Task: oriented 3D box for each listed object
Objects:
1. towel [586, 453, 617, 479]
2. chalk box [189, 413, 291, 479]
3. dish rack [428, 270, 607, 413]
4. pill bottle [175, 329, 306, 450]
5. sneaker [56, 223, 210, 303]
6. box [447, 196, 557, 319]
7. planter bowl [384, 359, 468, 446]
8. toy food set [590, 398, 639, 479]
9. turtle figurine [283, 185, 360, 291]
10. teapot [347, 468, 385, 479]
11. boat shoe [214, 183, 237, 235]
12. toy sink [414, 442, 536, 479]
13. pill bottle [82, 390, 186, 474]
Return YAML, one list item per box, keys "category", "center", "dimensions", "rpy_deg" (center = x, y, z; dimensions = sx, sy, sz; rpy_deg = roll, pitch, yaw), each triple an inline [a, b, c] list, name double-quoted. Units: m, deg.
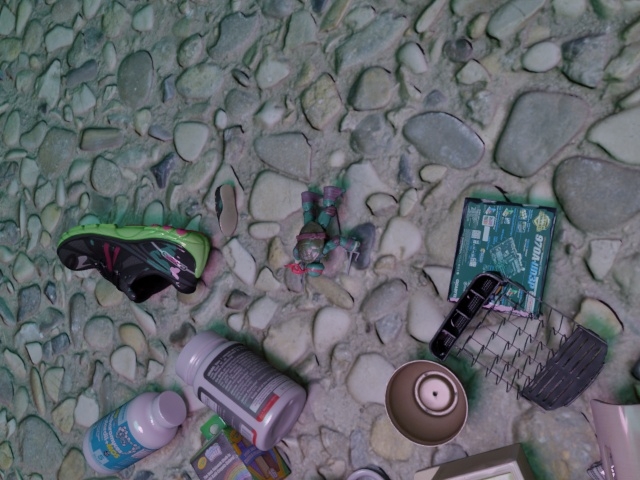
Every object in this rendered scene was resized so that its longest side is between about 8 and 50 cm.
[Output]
- category: "towel"
  center: [0.679, 0.418, 0.824]
  dimensions: [0.324, 0.056, 0.312]
  rpy_deg: [-45, 69, 14]
- category: "chalk box"
  center: [-0.200, 0.508, 1.187]
  dimensions: [0.132, 0.132, 0.213]
  rpy_deg: [-45, 68, 16]
- category: "dish rack"
  center: [0.367, 0.196, 0.942]
  dimensions: [0.271, 0.074, 0.208]
  rpy_deg: [34, 118, 15]
- category: "pill bottle"
  center: [-0.188, 0.336, 1.179]
  dimensions: [0.283, 0.161, 0.161]
  rpy_deg: [30, 98, 24]
- category: "sneaker"
  center: [-0.521, 0.062, 1.347]
  dimensions: [0.483, 0.185, 0.202]
  rpy_deg: [0, 82, 26]
- category: "box"
  center: [0.358, 0.032, 1.009]
  dimensions: [0.175, 0.051, 0.220]
  rpy_deg: [9, 90, 25]
- category: "planter bowl"
  center: [0.220, 0.314, 1.017]
  dimensions: [0.162, 0.109, 0.162]
  rpy_deg: [-2, 85, 24]
- category: "toy food set"
  center: [0.614, 0.351, 0.798]
  dimensions: [0.306, 0.092, 0.219]
  rpy_deg: [-10, 84, 16]
- category: "turtle figurine"
  center: [0.000, 0.000, 1.151]
  dimensions: [0.175, 0.118, 0.234]
  rpy_deg: [-2, 79, 25]
- category: "teapot"
  center: [-0.006, 0.603, 1.056]
  dimensions: [0.252, 0.256, 0.187]
  rpy_deg: [-62, 31, 30]
- category: "boat shoe"
  center: [-0.245, -0.078, 1.308]
  dimensions: [0.042, 0.049, 0.133]
  rpy_deg: [-3, 91, 53]
- category: "toy sink"
  center: [0.291, 0.502, 0.956]
  dimensions: [0.234, 0.131, 0.152]
  rpy_deg: [-25, 75, 21]
- category: "pill bottle"
  center: [-0.471, 0.484, 1.307]
  dimensions: [0.264, 0.146, 0.146]
  rpy_deg: [-34, 72, 19]
